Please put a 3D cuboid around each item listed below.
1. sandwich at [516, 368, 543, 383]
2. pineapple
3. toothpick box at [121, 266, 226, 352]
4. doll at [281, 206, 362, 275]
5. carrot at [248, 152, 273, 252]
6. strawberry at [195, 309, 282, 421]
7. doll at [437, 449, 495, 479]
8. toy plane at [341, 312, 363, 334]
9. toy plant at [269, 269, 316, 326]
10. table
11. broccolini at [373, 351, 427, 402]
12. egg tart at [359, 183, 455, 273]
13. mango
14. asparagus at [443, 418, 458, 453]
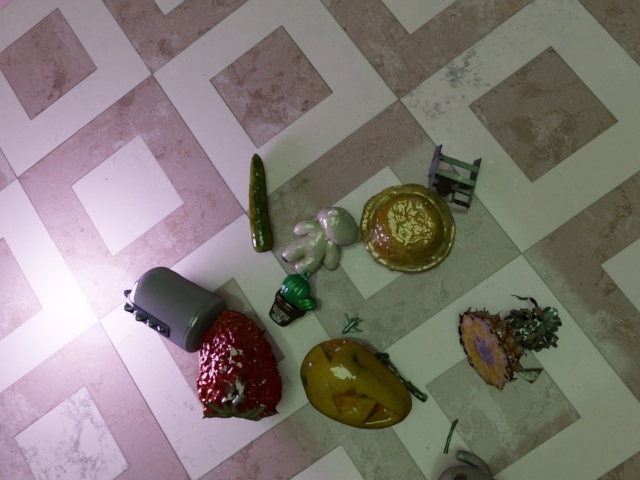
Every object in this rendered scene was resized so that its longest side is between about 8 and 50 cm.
[{"bbox_3d":[0.650,0.420,1.738,0.083,0.031,0.044,-6,79,9],"label":"sandwich"},{"bbox_3d":[0.596,0.287,1.699,0.272,0.262,0.262,-18,79,-16],"label":"pineapple"},{"bbox_3d":[-0.506,0.222,1.882,0.316,0.229,0.229,27,88,13],"label":"toothpick box"},{"bbox_3d":[-0.003,-0.004,1.886,0.278,0.175,0.149,-39,40,12],"label":"doll"},{"bbox_3d":[-0.215,-0.134,1.956,0.074,0.074,0.358,-8,80,9],"label":"carrot"},{"bbox_3d":[-0.246,0.406,1.813,0.292,0.292,0.343,1,66,11],"label":"strawberry"},{"bbox_3d":[0.401,0.827,1.628,0.215,0.226,0.370,25,87,13],"label":"doll"},{"bbox_3d":[0.101,0.281,1.859,0.080,0.033,0.083,45,99,12],"label":"toy plane"},{"bbox_3d":[-0.084,0.194,1.863,0.143,0.105,0.200,41,100,14],"label":"toy plant"},{"bbox_3d":[0.428,-0.204,1.823,0.146,0.062,0.175,18,83,-10],"label":"table"},{"bbox_3d":[0.257,0.436,1.809,0.216,0.058,0.067,34,126,6],"label":"broccolini"},{"bbox_3d":[0.283,-0.044,1.807,0.319,0.128,0.318,0,84,3],"label":"egg tart"},{"bbox_3d":[0.110,0.454,1.752,0.365,0.182,0.253,23,111,4],"label":"mango"},{"bbox_3d":[0.409,0.615,1.765,0.015,0.014,0.114,20,87,-21],"label":"asparagus"}]
